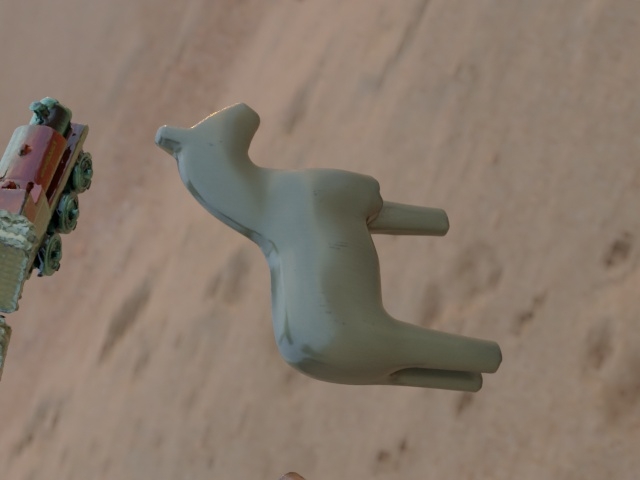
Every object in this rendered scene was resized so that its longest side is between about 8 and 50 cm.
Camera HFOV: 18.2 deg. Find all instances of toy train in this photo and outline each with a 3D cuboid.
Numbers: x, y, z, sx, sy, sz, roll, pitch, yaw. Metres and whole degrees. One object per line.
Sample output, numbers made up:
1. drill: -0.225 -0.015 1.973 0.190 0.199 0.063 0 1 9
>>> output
1. toy train: -0.256 -0.047 1.770 0.118 0.074 0.176 81 -156 -56

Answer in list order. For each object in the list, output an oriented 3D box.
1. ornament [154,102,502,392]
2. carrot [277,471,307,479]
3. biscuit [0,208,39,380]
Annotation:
1. ornament: 0.000 0.000 1.488 0.061 0.245 0.230 127 142 -49
2. carrot: 0.039 0.268 1.775 0.224 0.057 0.057 21 91 44
3. biscuit: -0.304 0.047 1.550 0.250 0.147 0.046 111 171 -49
